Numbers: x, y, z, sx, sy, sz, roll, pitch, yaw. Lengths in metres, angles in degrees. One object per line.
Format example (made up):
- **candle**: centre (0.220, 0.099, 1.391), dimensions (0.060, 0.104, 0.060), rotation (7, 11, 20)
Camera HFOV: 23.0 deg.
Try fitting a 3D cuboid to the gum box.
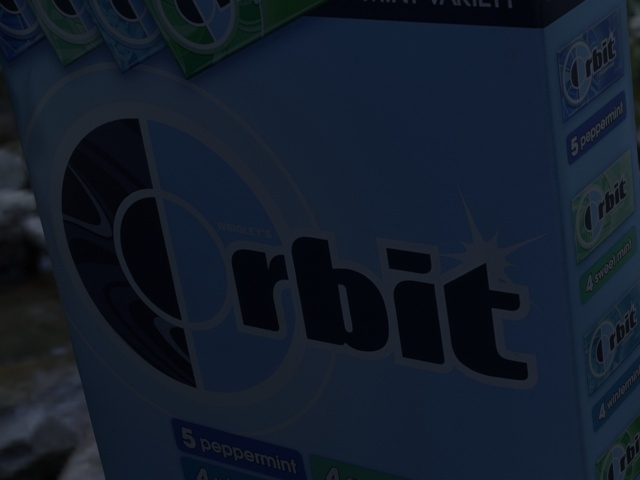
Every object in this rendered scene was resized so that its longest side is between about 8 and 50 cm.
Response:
- **gum box**: centre (0.000, 0.000, 0.381), dimensions (0.157, 0.184, 0.041), rotation (9, 31, 36)
